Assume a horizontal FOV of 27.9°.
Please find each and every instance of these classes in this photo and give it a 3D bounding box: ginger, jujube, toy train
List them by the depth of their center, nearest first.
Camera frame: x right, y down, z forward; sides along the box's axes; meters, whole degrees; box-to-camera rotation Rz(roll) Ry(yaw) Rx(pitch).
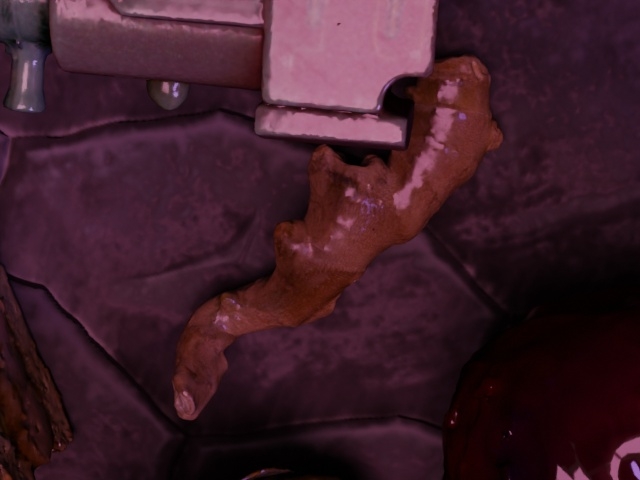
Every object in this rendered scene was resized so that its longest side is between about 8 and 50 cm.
[{"bbox_3d":[-0.067,-0.168,0.676,0.305,0.150,0.221,6,103,5],"label":"toy train"},{"bbox_3d":[0.205,0.207,0.749,0.258,0.258,0.376,-17,95,15],"label":"jujube"},{"bbox_3d":[0.000,0.000,0.784,0.288,0.075,0.089,-43,123,16],"label":"ginger"}]

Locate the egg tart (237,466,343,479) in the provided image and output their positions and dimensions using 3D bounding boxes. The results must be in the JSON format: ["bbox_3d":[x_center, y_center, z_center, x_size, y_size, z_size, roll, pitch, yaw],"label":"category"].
[{"bbox_3d":[-0.067,0.306,0.827,0.132,0.345,0.345,6,118,48],"label":"egg tart"}]

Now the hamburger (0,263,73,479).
[{"bbox_3d":[-0.266,0.053,0.818,0.131,0.124,0.262,-14,108,14],"label":"hamburger"}]
